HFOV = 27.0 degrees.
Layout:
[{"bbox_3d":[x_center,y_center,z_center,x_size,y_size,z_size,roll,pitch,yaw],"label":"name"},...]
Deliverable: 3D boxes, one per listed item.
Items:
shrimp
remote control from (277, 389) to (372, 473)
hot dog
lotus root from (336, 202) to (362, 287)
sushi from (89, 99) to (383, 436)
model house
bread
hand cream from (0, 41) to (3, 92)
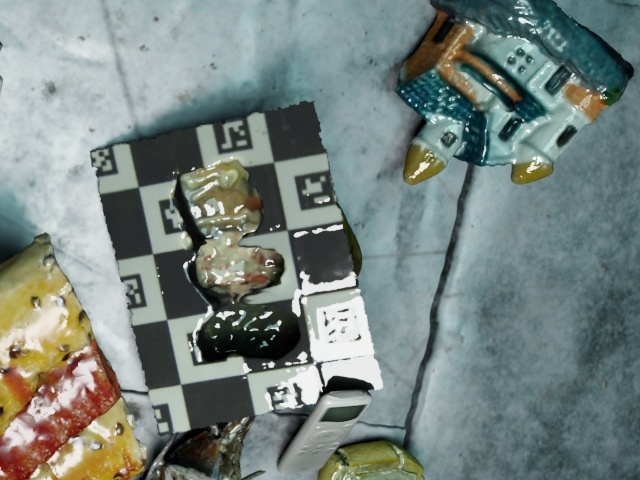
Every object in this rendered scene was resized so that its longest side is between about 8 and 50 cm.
[{"bbox_3d":[-0.199,0.374,1.706,0.410,0.166,0.221,-40,148,6],"label":"shrimp"},{"bbox_3d":[0.003,0.253,1.717,0.067,0.261,0.029,-3,63,-18],"label":"remote control"},{"bbox_3d":[-0.404,0.220,1.521,0.365,0.196,0.367,-28,134,-12],"label":"hot dog"},{"bbox_3d":[0.000,0.000,1.727,0.089,0.080,0.179,-29,109,-12],"label":"lotus root"},{"bbox_3d":[-0.100,0.030,1.684,0.296,0.100,0.373,-13,98,9],"label":"sushi"},{"bbox_3d":[0.216,-0.178,1.725,0.253,0.184,0.291,36,93,-29],"label":"model house"},{"bbox_3d":[0.072,0.340,1.846,0.156,0.064,0.117,-12,108,-17],"label":"bread"},{"bbox_3d":[-0.448,-0.082,1.547,0.121,0.076,0.336,18,102,-23],"label":"hand cream"}]
